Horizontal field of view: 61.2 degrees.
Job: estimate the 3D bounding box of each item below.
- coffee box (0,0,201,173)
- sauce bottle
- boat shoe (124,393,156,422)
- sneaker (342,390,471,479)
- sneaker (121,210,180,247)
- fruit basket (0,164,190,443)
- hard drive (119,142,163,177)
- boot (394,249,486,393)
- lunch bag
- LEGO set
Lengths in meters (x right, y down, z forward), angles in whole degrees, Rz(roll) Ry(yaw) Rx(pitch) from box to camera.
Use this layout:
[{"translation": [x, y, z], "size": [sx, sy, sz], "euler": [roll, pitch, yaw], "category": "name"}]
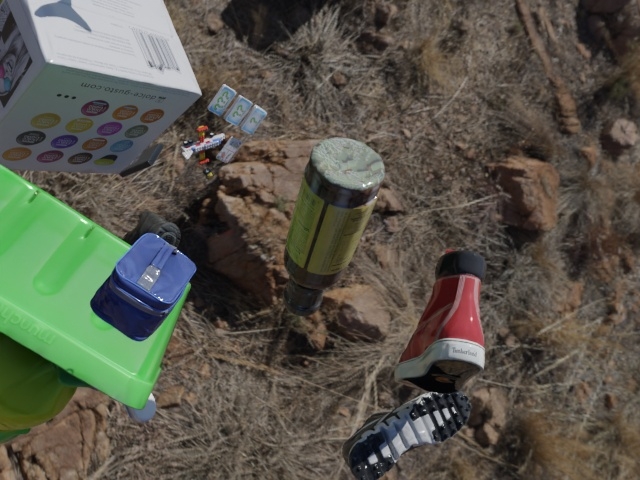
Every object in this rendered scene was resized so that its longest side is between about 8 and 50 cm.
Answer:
[{"translation": [-0.514, -0.362, 1.089], "size": [0.337, 0.334, 0.338], "euler": [-6, 69, -57], "category": "coffee box"}, {"translation": [0.000, 0.000, 0.834], "size": [0.111, 0.344, 0.112], "euler": [9, 51, -11], "category": "sauce bottle"}, {"translation": [-0.384, 0.277, 1.093], "size": [0.066, 0.063, 0.184], "euler": [-20, 80, -46], "category": "boat shoe"}, {"translation": [0.130, 0.298, 0.867], "size": [0.234, 0.106, 0.078], "euler": [-22, 88, -22], "category": "sneaker"}, {"translation": [-0.474, 0.053, 1.400], "size": [0.286, 0.130, 0.109], "euler": [-56, 149, 5], "category": "sneaker"}, {"translation": [-0.403, 0.135, 0.754], "size": [0.391, 0.283, 0.393], "euler": [1, 85, -12], "category": "fruit basket"}, {"translation": [-0.556, -0.249, 1.680], "size": [0.022, 0.135, 0.094], "euler": [52, 38, -35], "category": "hard drive"}, {"translation": [0.171, 0.114, 0.767], "size": [0.088, 0.244, 0.176], "euler": [13, 63, -2], "category": "boot"}, {"translation": [-0.164, 0.039, 0.523], "size": [0.067, 0.098, 0.065], "euler": [37, 114, -12], "category": "lunch bag"}, {"translation": [-0.259, -0.269, 1.440], "size": [0.244, 0.060, 0.182], "euler": [-51, 150, 11], "category": "LEGO set"}]
